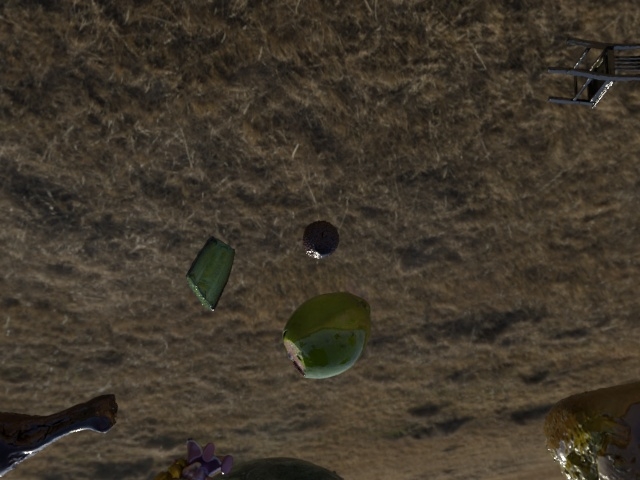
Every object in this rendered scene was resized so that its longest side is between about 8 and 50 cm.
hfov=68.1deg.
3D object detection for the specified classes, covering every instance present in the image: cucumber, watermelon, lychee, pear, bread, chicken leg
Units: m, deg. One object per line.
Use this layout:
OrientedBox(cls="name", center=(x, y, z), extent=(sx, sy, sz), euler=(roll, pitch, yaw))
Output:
OrientedBox(cls="cucumber", center=(-0.321, 0.090, 1.353), extent=(0.115, 0.193, 0.085), euler=(31, 157, -22))
OrientedBox(cls="watermelon", center=(-0.064, 0.469, 0.774), extent=(0.319, 0.214, 0.289), euler=(19, 147, -23))
OrientedBox(cls="lychee", center=(-0.004, 0.000, 1.524), extent=(0.123, 0.124, 0.129), euler=(19, 150, -32))
OrientedBox(cls="pear", center=(0.027, 0.204, 1.078), extent=(0.219, 0.188, 0.188), euler=(-26, 149, -19))
OrientedBox(cls="bread", center=(0.507, 0.370, 0.840), extent=(0.175, 0.196, 0.246), euler=(-12, 153, -5))
OrientedBox(cls="chicken leg", center=(-0.520, 0.290, 0.746), extent=(0.406, 0.096, 0.158), euler=(4, 104, -3))

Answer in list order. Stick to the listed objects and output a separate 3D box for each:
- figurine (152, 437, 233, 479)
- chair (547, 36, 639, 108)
OrientedBox(cls="figurine", center=(-0.188, 0.335, 0.590), extent=(0.094, 0.156, 0.115), euler=(39, 135, -16))
OrientedBox(cls="chair", center=(0.546, -0.305, 0.874), extent=(0.212, 0.084, 0.101), euler=(7, 164, 5))
